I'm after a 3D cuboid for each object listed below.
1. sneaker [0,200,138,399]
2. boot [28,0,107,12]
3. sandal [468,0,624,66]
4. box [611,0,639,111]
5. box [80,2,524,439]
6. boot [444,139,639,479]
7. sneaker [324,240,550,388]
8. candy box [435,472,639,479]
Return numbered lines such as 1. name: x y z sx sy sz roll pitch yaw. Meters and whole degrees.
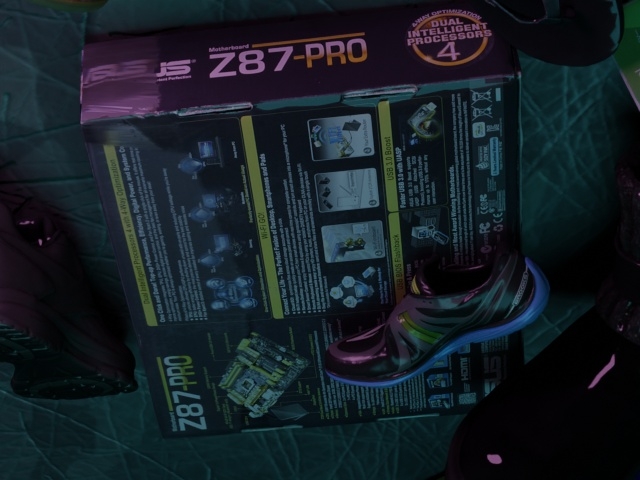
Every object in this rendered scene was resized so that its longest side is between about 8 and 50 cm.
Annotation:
1. sneaker: -0.219 0.053 1.526 0.109 0.130 0.286 -5 160 12
2. boot: -0.167 -0.284 1.177 0.220 0.109 0.283 -32 123 22
3. sandal: 0.112 -0.204 1.264 0.097 0.054 0.254 -22 124 35
4. box: 0.380 -0.124 1.285 0.322 0.058 0.232 -27 89 22
5. box: 0.000 0.000 1.488 0.318 0.097 0.395 -7 138 1
6. boot: 0.239 0.059 1.465 0.348 0.131 0.260 -36 150 -26
7. sneaker: 0.082 0.053 1.447 0.188 0.067 0.078 -27 114 22
8. candy box: 0.229 0.324 1.691 0.268 0.317 0.122 -31 129 26
